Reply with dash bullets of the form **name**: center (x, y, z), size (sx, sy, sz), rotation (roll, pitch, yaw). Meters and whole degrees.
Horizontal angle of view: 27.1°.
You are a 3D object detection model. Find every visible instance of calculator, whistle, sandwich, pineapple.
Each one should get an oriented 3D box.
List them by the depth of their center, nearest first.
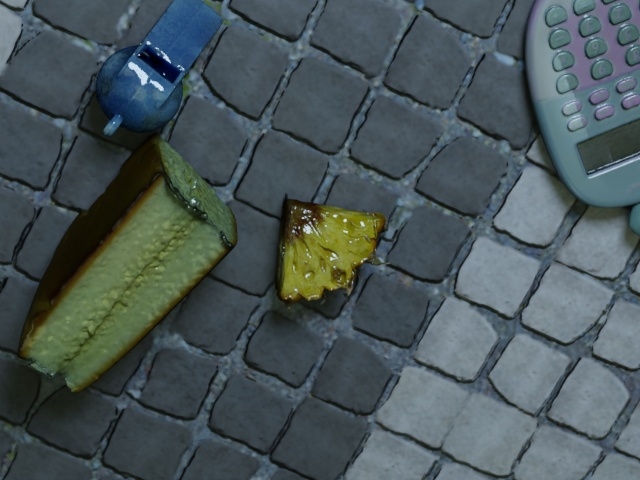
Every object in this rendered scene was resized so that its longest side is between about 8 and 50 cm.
- **whistle**: center (-0.163, -0.158, 1.269), size (0.090, 0.090, 0.158), rotation (40, 62, -15)
- **sandwich**: center (-0.195, 0.027, 1.297), size (0.122, 0.128, 0.235), rotation (41, 102, -19)
- **calculator**: center (0.307, -0.138, 1.324), size (0.185, 0.041, 0.299), rotation (-23, 107, 4)
- **pineapple**: center (0.000, 0.000, 1.340), size (0.137, 0.069, 0.116), rotation (-35, 102, -2)
